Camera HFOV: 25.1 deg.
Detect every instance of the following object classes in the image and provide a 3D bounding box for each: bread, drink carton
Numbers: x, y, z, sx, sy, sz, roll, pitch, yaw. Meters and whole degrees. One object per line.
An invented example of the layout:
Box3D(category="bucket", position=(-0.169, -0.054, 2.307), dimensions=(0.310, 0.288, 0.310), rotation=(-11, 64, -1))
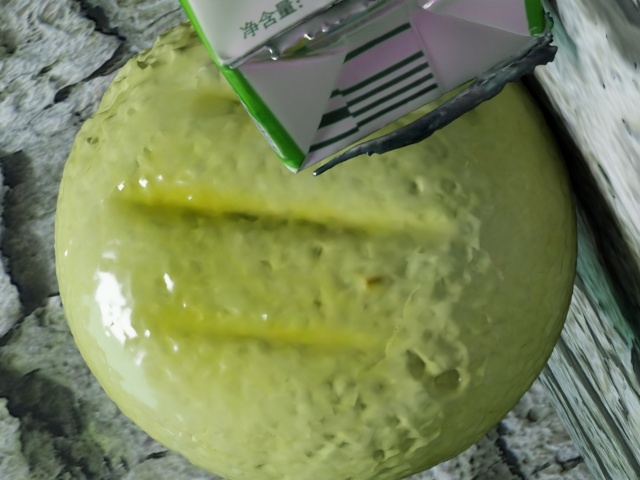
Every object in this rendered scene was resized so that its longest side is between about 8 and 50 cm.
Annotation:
Box3D(category="bread", position=(-0.002, 0.001, 0.897), dimensions=(0.320, 0.320, 0.237), rotation=(62, -168, -2))
Box3D(category="drink carton", position=(-0.013, -0.175, 0.717), dimensions=(0.271, 0.161, 0.108), rotation=(63, -178, 33))
